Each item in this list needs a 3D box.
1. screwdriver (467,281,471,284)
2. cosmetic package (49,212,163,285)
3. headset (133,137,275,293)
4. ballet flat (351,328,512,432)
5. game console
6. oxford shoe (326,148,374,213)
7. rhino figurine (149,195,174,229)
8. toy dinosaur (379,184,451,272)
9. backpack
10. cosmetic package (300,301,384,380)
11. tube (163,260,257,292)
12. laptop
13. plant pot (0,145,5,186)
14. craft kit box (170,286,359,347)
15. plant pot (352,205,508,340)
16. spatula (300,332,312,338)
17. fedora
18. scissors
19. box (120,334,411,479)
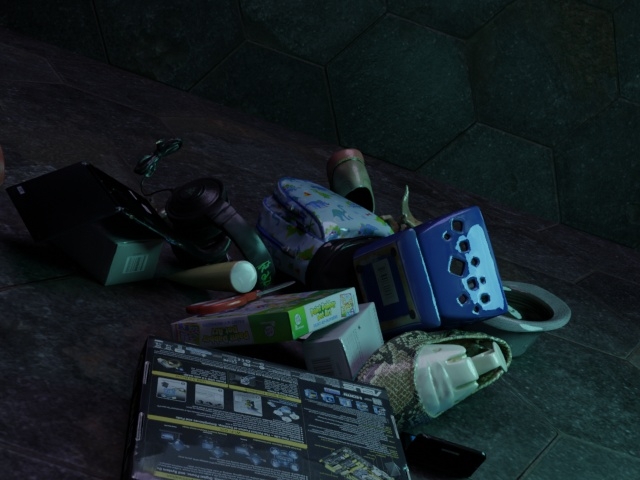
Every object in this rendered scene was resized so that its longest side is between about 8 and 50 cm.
[{"bbox_3d":[0.449,0.165,2.328,0.025,0.024,0.170,-24,46,-23],"label":"screwdriver"},{"bbox_3d":[-0.443,-0.010,1.732,0.238,0.107,0.127,34,25,29],"label":"cosmetic package"},{"bbox_3d":[-0.232,-0.056,1.798,0.394,0.243,0.185,39,65,15],"label":"headset"},{"bbox_3d":[0.235,0.236,1.585,0.181,0.164,0.482,-13,-4,31],"label":"ballet flat"},{"bbox_3d":[0.205,0.343,1.450,0.122,0.107,0.071,18,46,-6],"label":"game console"},{"bbox_3d":[0.081,-0.078,2.199,0.122,0.348,0.130,-18,56,-1],"label":"oxford shoe"},{"bbox_3d":[-0.351,-0.043,1.976,0.243,0.073,0.106,26,22,21],"label":"rhino figurine"},{"bbox_3d":[0.259,0.013,2.266,0.200,0.127,0.296,9,61,-39],"label":"toy dinosaur"},{"bbox_3d":[0.000,0.000,2.004,0.290,0.274,0.355,0,9,-38],"label":"backpack"},{"bbox_3d":[0.049,0.201,1.585,0.085,0.118,0.231,-12,9,21],"label":"cosmetic package"},{"bbox_3d":[-0.216,0.072,1.704,0.240,0.062,0.070,-6,-50,53],"label":"tube"},{"bbox_3d":[-0.431,-0.042,1.662,0.264,0.137,0.234,36,5,-43],"label":"laptop"},{"bbox_3d":[-0.742,-0.135,1.557,0.272,0.273,0.265,29,12,26],"label":"plant pot"},{"bbox_3d":[-0.096,0.140,1.547,0.249,0.061,0.246,-9,5,29],"label":"craft kit box"},{"bbox_3d":[0.212,0.079,1.785,0.212,0.236,0.236,-11,-7,-32],"label":"plant pot"},{"bbox_3d":[0.020,0.183,1.801,0.168,0.019,0.242,31,21,34],"label":"spatula"},{"bbox_3d":[0.445,0.195,2.050,0.275,0.124,0.243,-3,26,-34],"label":"fedora"},{"bbox_3d":[-0.125,0.106,1.644,0.297,0.021,0.109,-11,0,-44],"label":"scissors"},{"bbox_3d":[-0.072,0.291,1.213,0.394,0.097,0.318,15,23,-15],"label":"box"}]
